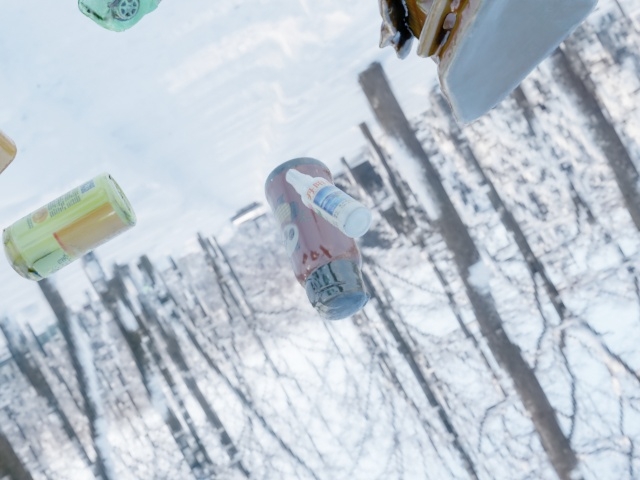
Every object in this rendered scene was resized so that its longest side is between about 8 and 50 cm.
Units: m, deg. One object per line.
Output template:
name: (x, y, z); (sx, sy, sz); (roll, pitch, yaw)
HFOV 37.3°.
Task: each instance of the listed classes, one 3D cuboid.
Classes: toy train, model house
toy train: (-0.196, -0.294, 1.040); (0.149, 0.099, 0.081); (-56, 145, 1)
model house: (0.132, -0.272, 0.899); (0.219, 0.229, 0.199); (-40, 145, 6)

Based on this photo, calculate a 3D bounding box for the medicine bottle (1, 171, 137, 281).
medicine bottle: (-0.460, -0.020, 1.723); (0.239, 0.124, 0.124); (-31, -178, 1)

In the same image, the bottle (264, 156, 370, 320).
bottle: (0.000, 0.000, 1.859); (0.144, 0.336, 0.144); (-15, 145, -10)

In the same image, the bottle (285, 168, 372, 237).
bottle: (0.005, -0.071, 1.623); (0.060, 0.060, 0.217); (-29, -143, -21)

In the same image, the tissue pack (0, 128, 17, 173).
tissue pack: (-0.537, -0.168, 1.213); (0.145, 0.194, 0.274); (-47, 165, -9)
